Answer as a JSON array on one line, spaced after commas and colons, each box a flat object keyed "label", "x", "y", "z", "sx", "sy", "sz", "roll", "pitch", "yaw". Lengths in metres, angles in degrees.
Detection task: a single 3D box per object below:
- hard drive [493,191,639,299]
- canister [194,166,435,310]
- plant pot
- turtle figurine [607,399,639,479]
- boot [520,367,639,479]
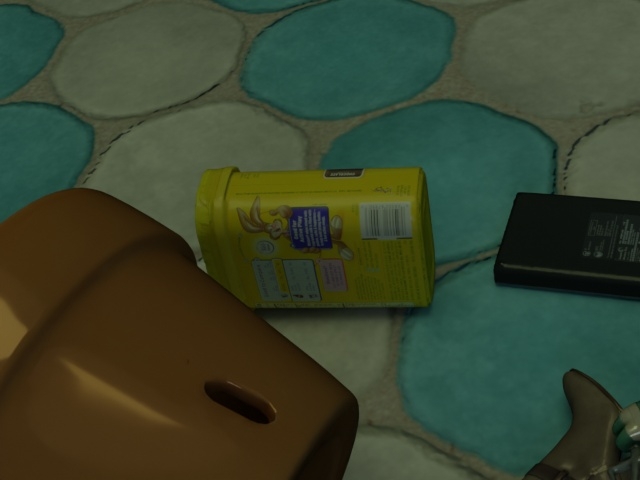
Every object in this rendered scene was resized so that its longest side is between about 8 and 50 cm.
[{"label": "hard drive", "x": 0.213, "y": 0.002, "z": 0.895, "sx": 0.135, "sy": 0.022, "sz": 0.094, "roll": 6, "pitch": 46, "yaw": 21}, {"label": "canister", "x": 0.000, "y": 0.000, "z": 0.882, "sx": 0.170, "sy": 0.126, "sz": 0.073, "roll": -1, "pitch": 44, "yaw": 11}, {"label": "plant pot", "x": -0.108, "y": 0.138, "z": 0.672, "sx": 0.203, "sy": 0.291, "sz": 0.291, "roll": 23, "pitch": 52, "yaw": 14}, {"label": "turtle figurine", "x": 0.286, "y": 0.110, "z": 0.689, "sx": 0.175, "sy": 0.118, "sz": 0.234, "roll": 30, "pitch": 41, "yaw": 16}, {"label": "boot", "x": 0.167, "y": 0.144, "z": 0.743, "sx": 0.087, "sy": 0.042, "sz": 0.118, "roll": -28, "pitch": 43, "yaw": -11}]
